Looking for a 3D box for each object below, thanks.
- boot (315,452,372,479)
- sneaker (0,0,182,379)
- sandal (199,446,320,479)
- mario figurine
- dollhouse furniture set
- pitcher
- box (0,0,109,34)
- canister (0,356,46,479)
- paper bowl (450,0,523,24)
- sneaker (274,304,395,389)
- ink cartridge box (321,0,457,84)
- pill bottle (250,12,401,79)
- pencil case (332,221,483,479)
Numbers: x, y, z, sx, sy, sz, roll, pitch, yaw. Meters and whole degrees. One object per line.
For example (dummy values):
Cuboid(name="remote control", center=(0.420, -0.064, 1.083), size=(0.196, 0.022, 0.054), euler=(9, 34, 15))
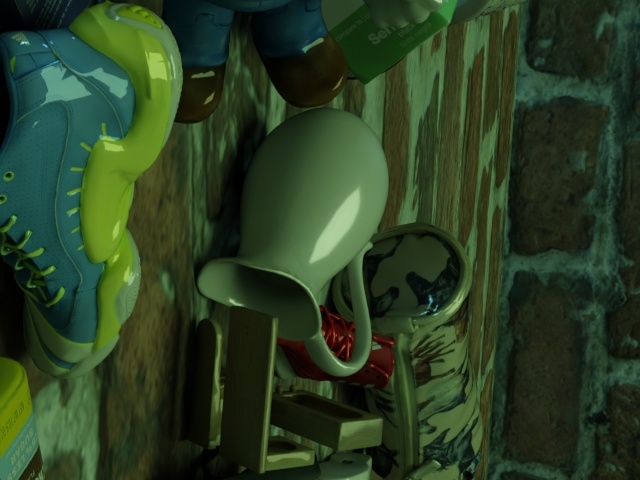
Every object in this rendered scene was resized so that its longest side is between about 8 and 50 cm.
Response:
Cuboid(name="boot", center=(0.026, 0.299, 1.584), size=(0.190, 0.069, 0.086), euler=(8, 86, -77))
Cuboid(name="sneaker", center=(-0.162, -0.022, 0.761), size=(0.126, 0.091, 0.240), euler=(-6, 124, -38))
Cuboid(name="sandal", center=(-0.065, 0.196, 1.172), size=(0.254, 0.097, 0.054), euler=(17, 55, -76))
Cuboid(name="mario figurine", center=(-0.041, -0.164, 0.763), size=(0.198, 0.170, 0.320), euler=(-43, 161, -22))
Cuboid(name="dollhouse furniture set", center=(-0.028, 0.111, 1.161), size=(0.151, 0.144, 0.123), euler=(0, 98, -38))
Cuboid(name="pitcher", center=(0.000, 0.000, 1.200), size=(0.178, 0.125, 0.207), euler=(47, 46, -27))
Cuboid(name="box", center=(-0.160, -0.195, 0.734), size=(0.225, 0.036, 0.136), euler=(76, 26, -54))
Cuboid(name="canister", center=(-0.188, 0.160, 0.719), size=(0.126, 0.073, 0.170), euler=(-60, 151, -57))
Cuboid(name="paper bowl", center=(0.141, -0.356, 1.283), size=(0.148, 0.284, 0.284), euler=(-23, 129, -26))
Cuboid(name="sneaker", center=(0.006, 0.079, 1.302), size=(0.221, 0.128, 0.087), euler=(59, 40, -67))
Cuboid(name="ink cartridge box", center=(0.002, -0.247, 0.983), size=(0.219, 0.092, 0.160), euler=(42, 41, -19))
Cuboid(name="pill bottle", center=(0.019, -0.217, 1.220), size=(0.245, 0.130, 0.130), euler=(15, 82, -75))
Cuboid(name="pencil case", center=(0.114, 0.154, 1.682), size=(0.410, 0.160, 0.183), euler=(78, 9, -51))
